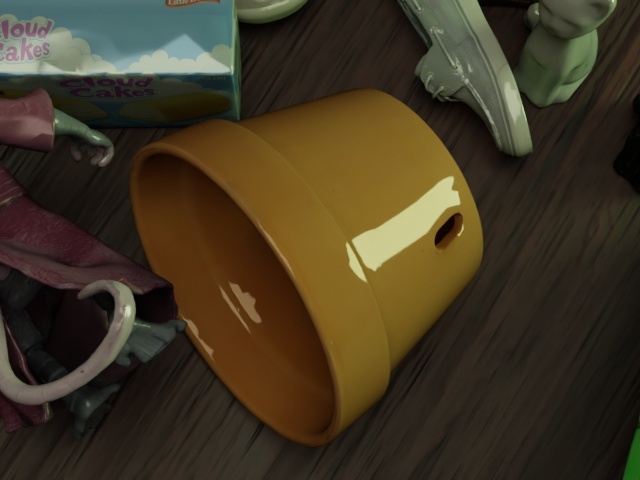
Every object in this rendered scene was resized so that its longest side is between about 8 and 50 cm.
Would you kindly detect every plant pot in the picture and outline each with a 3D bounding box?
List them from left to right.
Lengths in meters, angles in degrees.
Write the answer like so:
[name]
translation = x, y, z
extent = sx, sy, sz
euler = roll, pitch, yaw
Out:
[plant pot]
translation = 0.000, 0.000, 1.412
extent = 0.203, 0.291, 0.291
euler = -33, 79, -23

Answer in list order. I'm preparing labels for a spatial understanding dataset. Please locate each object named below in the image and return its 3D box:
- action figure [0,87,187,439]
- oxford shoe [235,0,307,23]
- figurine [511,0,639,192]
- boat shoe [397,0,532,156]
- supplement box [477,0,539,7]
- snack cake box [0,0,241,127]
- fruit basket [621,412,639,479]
[action figure]
translation = -0.294, -0.004, 1.342
extent = 0.248, 0.276, 0.370
euler = -41, 84, 9
[oxford shoe]
translation = -0.147, -0.405, 1.564
extent = 0.169, 0.130, 0.449
euler = -27, 80, -8
[figurine]
translation = 0.266, -0.154, 1.468
extent = 0.215, 0.209, 0.092
euler = 40, 80, 8
[boat shoe]
translation = 0.126, -0.169, 1.544
extent = 0.081, 0.079, 0.227
euler = -24, 73, 1
[supplement box]
translation = 0.204, -0.280, 1.506
extent = 0.104, 0.188, 0.081
euler = 6, 77, 1
[snack cake box]
translation = -0.206, -0.165, 1.496
extent = 0.264, 0.152, 0.089
euler = 0, 77, 0
[fruit basket]
translation = 0.472, 0.140, 1.395
extent = 0.392, 0.283, 0.392
euler = -5, 72, 16
